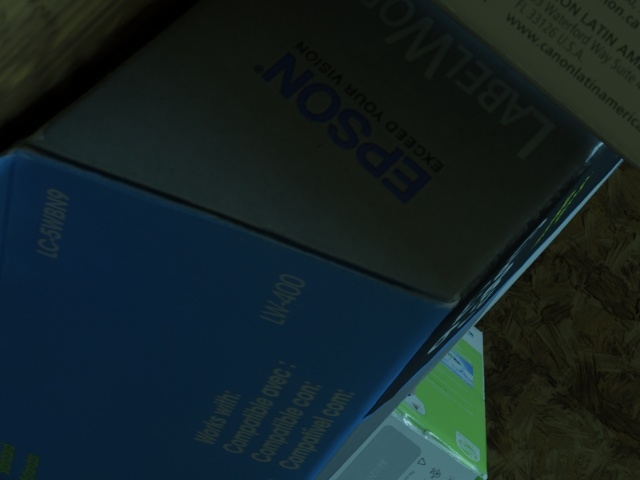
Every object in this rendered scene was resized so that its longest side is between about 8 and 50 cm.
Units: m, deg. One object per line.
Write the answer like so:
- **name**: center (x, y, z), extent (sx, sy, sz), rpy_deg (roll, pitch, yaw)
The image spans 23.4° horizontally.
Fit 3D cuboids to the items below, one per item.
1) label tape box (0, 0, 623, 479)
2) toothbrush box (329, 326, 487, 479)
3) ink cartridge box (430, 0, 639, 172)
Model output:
- **label tape box**: center (0.000, 0.000, 0.481), extent (0.334, 0.106, 0.240), rpy_deg (-44, 172, -28)
- **toothbrush box**: center (0.012, 0.150, 1.128), extent (0.206, 0.122, 0.283), rpy_deg (-49, -172, 15)
- **ink cartridge box**: center (0.128, -0.110, 0.320), extent (0.224, 0.181, 0.056), rpy_deg (-51, 173, 17)
